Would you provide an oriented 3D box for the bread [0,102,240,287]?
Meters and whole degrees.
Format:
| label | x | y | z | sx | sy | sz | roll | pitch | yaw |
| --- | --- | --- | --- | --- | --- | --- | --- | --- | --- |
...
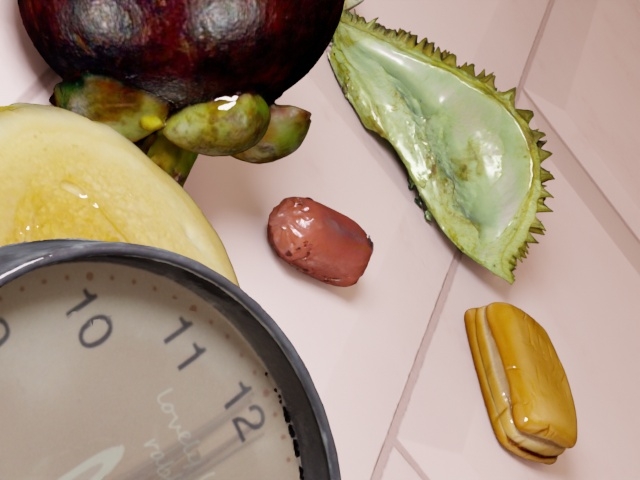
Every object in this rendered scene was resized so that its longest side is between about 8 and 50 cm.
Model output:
| label | x | y | z | sx | sy | sz | roll | pitch | yaw |
| --- | --- | --- | --- | --- | --- | --- | --- | --- | --- |
| bread | -0.195 | 0.061 | 1.354 | 0.333 | 0.160 | 0.333 | 22 | 56 | -36 |

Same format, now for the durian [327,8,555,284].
| label | x | y | z | sx | sy | sz | roll | pitch | yaw |
| --- | --- | --- | --- | --- | --- | --- | --- | --- | --- |
| durian | 0.139 | -0.126 | 2.272 | 0.198 | 0.163 | 0.394 | -38 | 91 | -25 |

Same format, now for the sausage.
| label | x | y | z | sx | sy | sz | roll | pitch | yaw |
| --- | --- | --- | --- | --- | --- | --- | --- | --- | --- |
| sausage | 0.000 | 0.000 | 1.883 | 0.141 | 0.076 | 0.076 | 27 | 39 | -46 |

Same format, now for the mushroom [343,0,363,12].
| label | x | y | z | sx | sy | sz | roll | pitch | yaw |
| --- | --- | --- | --- | --- | --- | --- | --- | --- | --- |
| mushroom | -0.047 | -0.431 | 2.262 | 0.333 | 0.087 | 0.107 | 59 | 3 | -2 |

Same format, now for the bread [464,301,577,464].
| label | x | y | z | sx | sy | sz | roll | pitch | yaw |
| --- | --- | --- | --- | --- | --- | --- | --- | --- | --- |
| bread | 0.232 | 0.158 | 2.111 | 0.116 | 0.077 | 0.200 | 23 | 41 | -37 |

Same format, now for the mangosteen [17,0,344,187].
| label | x | y | z | sx | sy | sz | roll | pitch | yaw |
| --- | --- | --- | --- | --- | --- | --- | --- | --- | --- |
| mangosteen | -0.120 | -0.224 | 1.679 | 0.330 | 0.330 | 0.330 | 41 | 30 | -30 |

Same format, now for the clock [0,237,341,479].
| label | x | y | z | sx | sy | sz | roll | pitch | yaw |
| --- | --- | --- | --- | --- | --- | --- | --- | --- | --- |
| clock | -0.148 | 0.186 | 1.193 | 0.386 | 0.076 | 0.386 | 3 | 85 | -38 |
